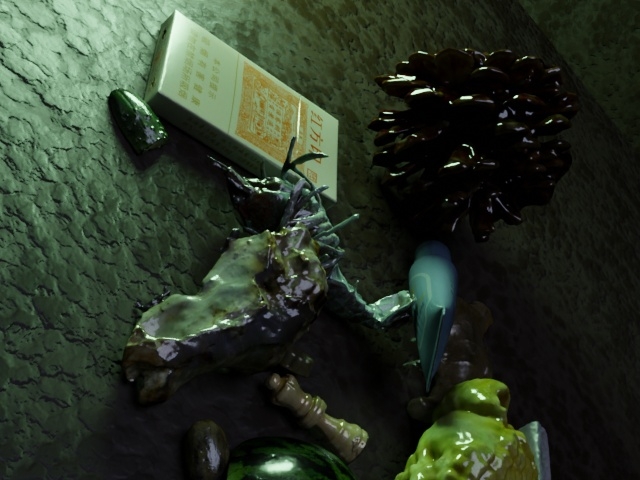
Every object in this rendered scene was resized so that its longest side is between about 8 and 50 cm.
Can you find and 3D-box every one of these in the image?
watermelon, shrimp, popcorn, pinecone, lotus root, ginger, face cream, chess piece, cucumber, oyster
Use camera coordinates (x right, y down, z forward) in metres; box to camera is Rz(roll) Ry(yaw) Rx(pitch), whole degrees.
[{"bbox_3d":[-0.048,0.303,1.128,0.137,0.193,0.145,-57,148,-12],"label":"watermelon"},{"bbox_3d":[-0.005,0.000,1.420,0.411,0.166,0.221,56,-1,-23],"label":"shrimp"},{"bbox_3d":[0.234,0.369,1.383,0.225,0.173,0.286,59,39,-21],"label":"popcorn"},{"bbox_3d":[0.272,-0.178,1.694,0.397,0.397,0.398,29,44,-32],"label":"pinecone"},{"bbox_3d":[-0.139,0.271,1.133,0.054,0.049,0.099,17,57,-43],"label":"lotus root"},{"bbox_3d":[0.250,0.206,1.603,0.166,0.080,0.333,31,38,-11],"label":"ginger"},{"bbox_3d":[0.190,0.099,1.530,0.086,0.136,0.385,10,22,2],"label":"face cream"},{"bbox_3d":[-0.011,0.246,1.294,0.172,0.060,0.060,41,38,-14],"label":"chess piece"},{"bbox_3d":[-0.269,-0.184,1.350,0.107,0.035,0.067,56,37,3],"label":"cucumber"},{"bbox_3d":[-0.120,0.095,1.210,0.337,0.133,0.198,-20,110,-34],"label":"oyster"}]

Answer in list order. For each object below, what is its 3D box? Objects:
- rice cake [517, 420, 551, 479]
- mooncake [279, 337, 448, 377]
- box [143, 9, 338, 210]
[{"bbox_3d":[0.331,0.447,1.489,0.050,0.106,0.298,42,37,-35],"label":"rice cake"},{"bbox_3d":[0.069,0.186,1.429,0.150,0.057,0.346,34,22,22],"label":"mooncake"},{"bbox_3d":[-0.118,-0.210,1.527,0.365,0.051,0.205,31,42,-30],"label":"box"}]
